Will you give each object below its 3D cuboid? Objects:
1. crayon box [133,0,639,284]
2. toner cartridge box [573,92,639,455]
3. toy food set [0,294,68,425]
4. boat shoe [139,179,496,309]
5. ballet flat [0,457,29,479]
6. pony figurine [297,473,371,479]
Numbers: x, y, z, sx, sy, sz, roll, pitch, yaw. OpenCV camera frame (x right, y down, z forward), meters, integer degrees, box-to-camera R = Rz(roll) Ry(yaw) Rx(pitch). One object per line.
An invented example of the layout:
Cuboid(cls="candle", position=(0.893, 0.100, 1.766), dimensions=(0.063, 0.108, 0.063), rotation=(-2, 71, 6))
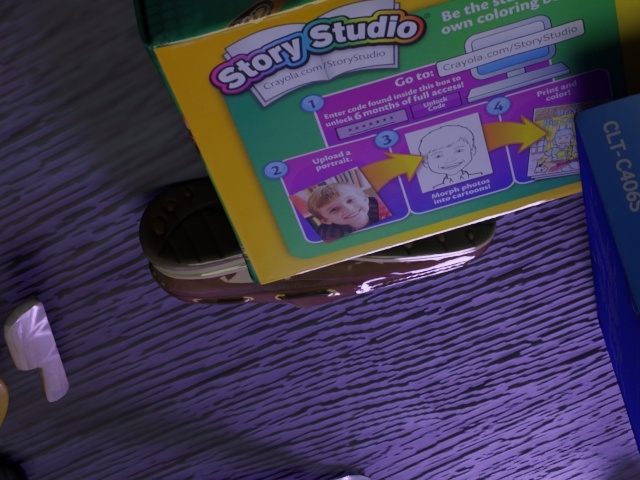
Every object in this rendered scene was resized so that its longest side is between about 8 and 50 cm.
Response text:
Cuboid(cls="crayon box", position=(0.074, -0.093, 0.712), dimensions=(0.278, 0.081, 0.165), rotation=(-16, 139, 4))
Cuboid(cls="toner cartridge box", position=(0.186, 0.063, 0.775), dimensions=(0.075, 0.165, 0.348), rotation=(-18, 160, 6))
Cuboid(cls="toy food set", position=(-0.239, 0.095, 0.846), dimensions=(0.218, 0.071, 0.128), rotation=(-38, 158, -11))
Cuboid(cls="boat shoe", position=(0.000, 0.000, 0.821), dimensions=(0.178, 0.064, 0.060), rotation=(-5, 145, 1))
Cuboid(cls="ballet flat", position=(-0.249, 0.148, 0.933), dimensions=(0.173, 0.049, 0.057), rotation=(6, 135, -21))
Cuboid(cls="pony figurine", position=(-0.093, 0.342, 1.022), dimensions=(0.351, 0.363, 0.303), rotation=(-14, 135, -23))
